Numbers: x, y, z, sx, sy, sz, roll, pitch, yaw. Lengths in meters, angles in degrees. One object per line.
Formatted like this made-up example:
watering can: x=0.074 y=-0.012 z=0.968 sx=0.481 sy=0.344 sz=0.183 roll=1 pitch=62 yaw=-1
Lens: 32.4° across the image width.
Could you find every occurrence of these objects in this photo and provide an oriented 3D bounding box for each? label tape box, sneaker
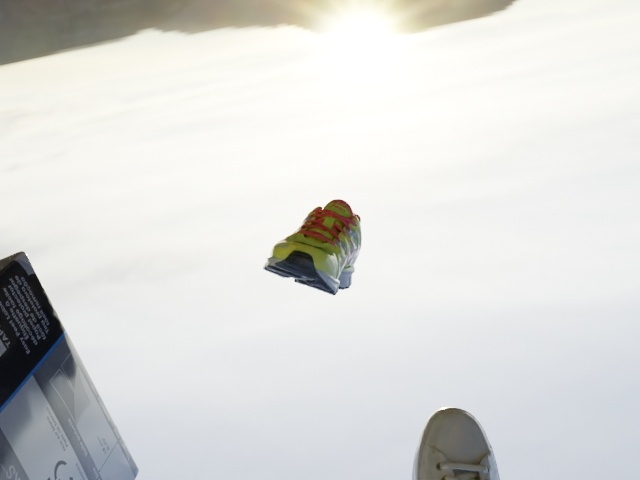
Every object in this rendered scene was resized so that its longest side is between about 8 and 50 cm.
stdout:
label tape box: x=-0.281 y=0.188 z=0.852 sx=0.105 sy=0.241 sz=0.334 roll=-19 pitch=-163 yaw=17
sneaker: x=0.000 y=0.000 z=1.148 sx=0.081 sy=0.094 sz=0.208 roll=21 pitch=-175 yaw=8
sneaker: x=0.170 y=0.313 z=1.187 sx=0.105 sy=0.290 sz=0.123 roll=6 pitch=155 yaw=-17
